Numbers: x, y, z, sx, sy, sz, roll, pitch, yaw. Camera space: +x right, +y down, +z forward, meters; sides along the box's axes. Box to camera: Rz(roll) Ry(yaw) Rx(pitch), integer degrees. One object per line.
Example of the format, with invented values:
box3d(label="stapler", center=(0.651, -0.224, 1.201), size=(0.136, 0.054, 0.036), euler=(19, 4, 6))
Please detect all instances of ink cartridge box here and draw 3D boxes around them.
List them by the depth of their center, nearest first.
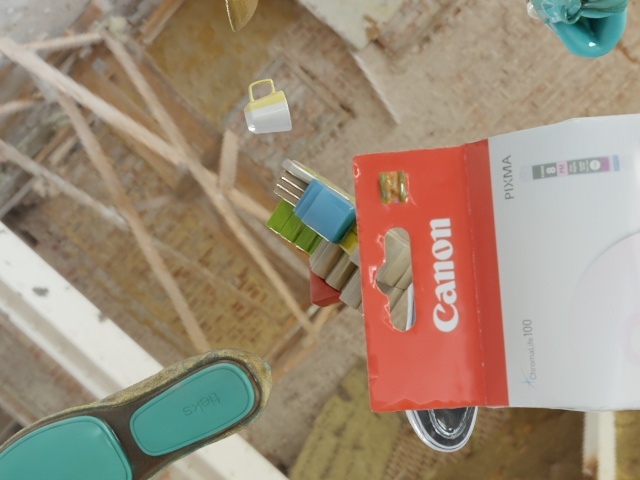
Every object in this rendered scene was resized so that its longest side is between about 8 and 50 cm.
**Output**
box3d(label="ink cartridge box", center=(0.143, 0.018, 0.597), size=(0.233, 0.188, 0.066), euler=(-4, 173, 1))

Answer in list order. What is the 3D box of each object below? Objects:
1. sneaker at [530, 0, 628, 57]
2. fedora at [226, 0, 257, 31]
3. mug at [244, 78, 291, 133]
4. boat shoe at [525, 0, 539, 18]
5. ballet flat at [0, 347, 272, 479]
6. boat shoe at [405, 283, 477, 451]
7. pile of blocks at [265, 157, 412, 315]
box3d(label="sneaker", center=(0.170, -0.200, 0.579), size=(0.107, 0.109, 0.275), euler=(-26, 165, 13))
box3d(label="fedora", center=(-0.089, -0.257, 0.685), size=(0.194, 0.079, 0.194), euler=(2, 90, -87))
box3d(label="mug", center=(-0.084, -0.198, 1.385), size=(0.064, 0.078, 0.062), euler=(-14, 150, -5))
box3d(label="boat shoe", center=(0.387, -0.403, 1.354), size=(0.305, 0.091, 0.109), euler=(-25, -177, -43))
box3d(label="ballet flat", center=(-0.209, 0.216, 1.028), size=(0.349, 0.123, 0.123), euler=(-25, -171, 9))
box3d(label="boat shoe", center=(0.172, 0.137, 1.212), size=(0.102, 0.108, 0.301), euler=(171, -79, -81))
box3d(label="pile of blocks", center=(0.000, 0.000, 0.997), size=(0.112, 0.149, 0.362), euler=(-57, -166, 5))
